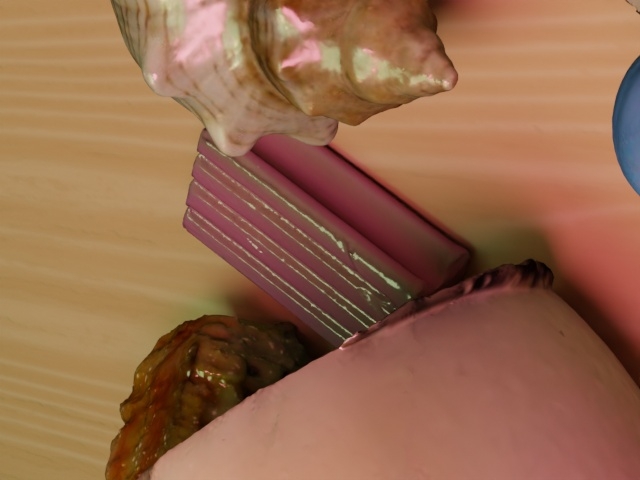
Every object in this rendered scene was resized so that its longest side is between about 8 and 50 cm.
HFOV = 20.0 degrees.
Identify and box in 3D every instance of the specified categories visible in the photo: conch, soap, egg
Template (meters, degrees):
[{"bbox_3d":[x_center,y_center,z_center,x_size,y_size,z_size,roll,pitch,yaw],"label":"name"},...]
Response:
[{"bbox_3d":[-0.064,-0.166,1.098,0.386,0.170,0.203,26,116,28],"label":"conch"},{"bbox_3d":[0.000,0.000,1.282,0.203,0.065,0.122,37,146,15],"label":"soap"},{"bbox_3d":[0.083,0.241,1.123,0.339,0.355,0.354,60,150,15],"label":"egg"}]

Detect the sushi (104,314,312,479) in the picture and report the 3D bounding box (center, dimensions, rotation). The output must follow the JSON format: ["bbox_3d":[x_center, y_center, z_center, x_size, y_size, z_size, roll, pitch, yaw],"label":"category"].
[{"bbox_3d":[-0.066,0.185,1.386,0.184,0.274,0.139,30,146,-26],"label":"sushi"}]

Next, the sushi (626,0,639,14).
[{"bbox_3d":[0.220,-0.149,0.886,0.290,0.050,0.264,47,147,1],"label":"sushi"}]

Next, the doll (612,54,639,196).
[{"bbox_3d":[0.295,-0.011,0.837,0.363,0.199,0.145,34,-173,-8],"label":"doll"}]
